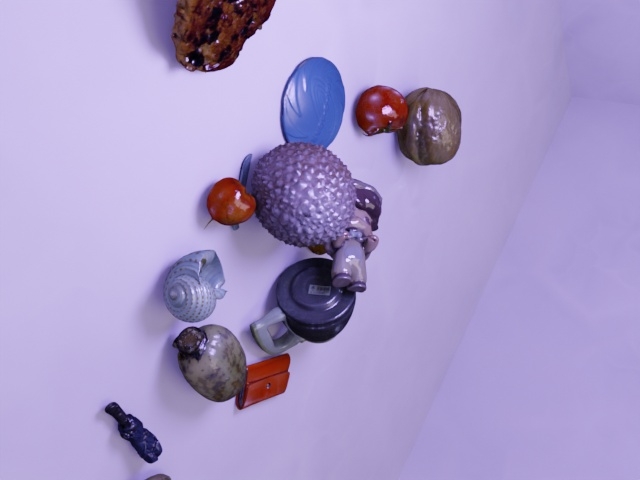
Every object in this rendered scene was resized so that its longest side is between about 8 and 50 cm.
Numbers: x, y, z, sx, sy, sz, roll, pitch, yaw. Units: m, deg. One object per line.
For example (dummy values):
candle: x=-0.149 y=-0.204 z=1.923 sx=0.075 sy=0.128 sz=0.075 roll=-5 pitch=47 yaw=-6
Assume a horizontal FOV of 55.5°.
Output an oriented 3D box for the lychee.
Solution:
lychee: x=-0.053 y=-0.112 z=1.605 sx=0.300 sy=0.300 sz=0.300 roll=-28 pitch=127 yaw=-45

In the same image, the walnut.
walnut: x=0.385 y=-0.399 z=2.134 sx=0.282 sy=0.227 sz=0.283 roll=-17 pitch=118 yaw=-36

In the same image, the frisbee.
frisbee: x=-0.005 y=-0.381 z=1.756 sx=0.289 sy=0.049 sz=0.290 roll=-28 pitch=127 yaw=-46

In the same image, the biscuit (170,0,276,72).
biscuit: x=-0.202 y=-0.515 z=1.303 sx=0.289 sy=0.081 sz=0.334 roll=-33 pitch=161 yaw=-52

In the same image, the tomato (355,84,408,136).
tomato: x=0.187 y=-0.413 z=1.928 sx=0.167 sy=0.167 sz=0.167 roll=-28 pitch=127 yaw=-45

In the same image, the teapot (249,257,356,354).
teapot: x=-0.030 y=0.237 z=1.857 sx=0.322 sy=0.239 sz=0.239 roll=-53 pitch=155 yaw=-33

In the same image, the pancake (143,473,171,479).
pancake: x=-0.486 y=0.726 z=1.611 sx=0.242 sy=0.050 sz=0.242 roll=-39 pitch=143 yaw=-37

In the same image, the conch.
conch: x=-0.313 y=0.115 z=1.492 sx=0.200 sy=0.131 sz=0.172 roll=30 pitch=51 yaw=-82

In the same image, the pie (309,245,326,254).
pie: x=-0.002 y=0.001 z=1.956 sx=0.088 sy=0.033 sz=0.191 roll=-55 pitch=141 yaw=-10

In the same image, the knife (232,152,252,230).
knife: x=-0.211 y=-0.129 z=1.618 sx=0.028 sy=0.015 sz=0.210 roll=1 pitch=104 yaw=-47

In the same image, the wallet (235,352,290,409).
wallet: x=-0.175 y=0.439 z=1.906 sx=0.204 sy=0.045 sz=0.142 roll=-5 pitch=109 yaw=-53

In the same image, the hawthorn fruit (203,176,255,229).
hawthorn fruit: x=-0.232 y=-0.096 z=1.527 sx=0.125 sy=0.140 sz=0.125 roll=-12 pitch=90 yaw=-75

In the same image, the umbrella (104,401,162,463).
umbrella: x=-0.459 y=0.470 z=1.512 sx=0.071 sy=0.070 sz=0.248 roll=-46 pitch=134 yaw=-32

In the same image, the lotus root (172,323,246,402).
lotus root: x=-0.278 y=0.335 z=1.632 sx=0.173 sy=0.173 sz=0.309 roll=-55 pitch=150 yaw=-22

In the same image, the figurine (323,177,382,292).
figurine: x=0.081 y=-0.029 z=1.816 sx=0.248 sy=0.203 sz=0.381 roll=12 pitch=55 yaw=-20
